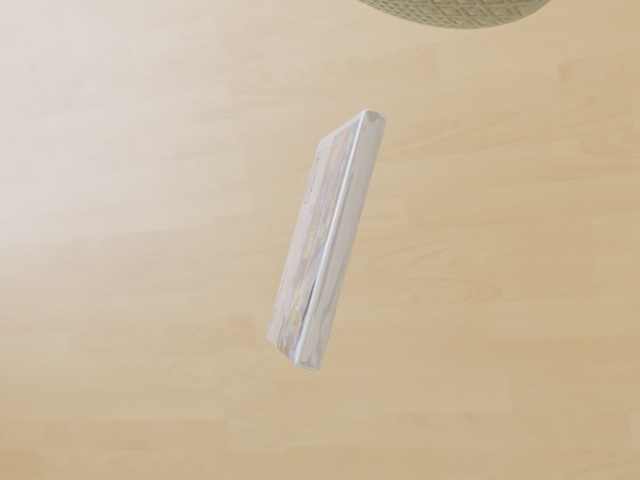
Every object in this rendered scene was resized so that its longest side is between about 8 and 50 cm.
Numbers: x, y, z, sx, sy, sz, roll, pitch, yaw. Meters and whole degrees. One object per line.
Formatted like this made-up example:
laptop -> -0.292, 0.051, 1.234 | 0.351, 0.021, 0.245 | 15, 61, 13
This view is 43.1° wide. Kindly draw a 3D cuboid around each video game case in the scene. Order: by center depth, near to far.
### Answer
video game case -> 0.000, 0.000, 0.689 | 0.023, 0.183, 0.201 | 16, 87, -10

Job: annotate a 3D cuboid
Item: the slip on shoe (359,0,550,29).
slip on shoe -> 0.101, -0.201, 0.434 | 0.123, 0.331, 0.101 | 17, 78, -14
